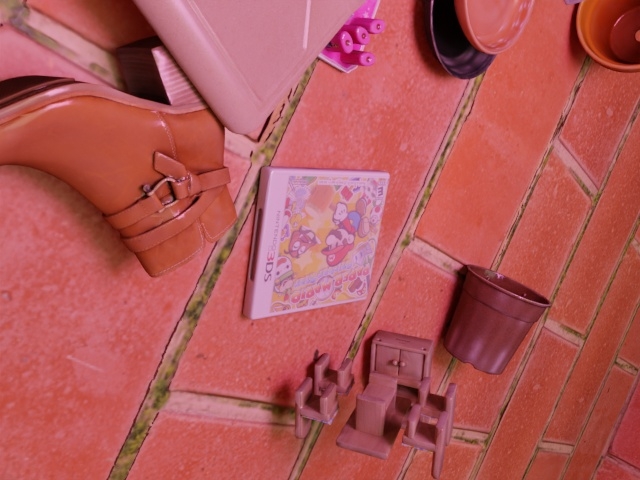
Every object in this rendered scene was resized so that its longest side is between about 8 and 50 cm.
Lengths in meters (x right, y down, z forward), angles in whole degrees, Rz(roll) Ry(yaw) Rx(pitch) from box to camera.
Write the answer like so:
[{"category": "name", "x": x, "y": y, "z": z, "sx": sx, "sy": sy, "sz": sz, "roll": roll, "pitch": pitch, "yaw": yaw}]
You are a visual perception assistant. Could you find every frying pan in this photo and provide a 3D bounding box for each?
[{"category": "frying pan", "x": 0.196, "y": -0.390, "z": 0.826, "sx": 0.197, "sy": 0.053, "sz": 0.326, "roll": -46, "pitch": 130, "yaw": -22}]

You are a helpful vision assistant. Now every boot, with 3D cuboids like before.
[{"category": "boot", "x": -0.208, "y": -0.058, "z": 0.558, "sx": 0.283, "sy": 0.109, "sz": 0.220, "roll": -38, "pitch": 130, "yaw": -39}]

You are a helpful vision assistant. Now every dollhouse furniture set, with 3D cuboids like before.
[{"category": "dollhouse furniture set", "x": 0.100, "y": 0.272, "z": 0.899, "sx": 0.242, "sy": 0.212, "sz": 0.160, "roll": -38, "pitch": 133, "yaw": -61}]

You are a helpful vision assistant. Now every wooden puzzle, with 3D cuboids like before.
[{"category": "wooden puzzle", "x": -0.066, "y": -0.260, "z": 0.563, "sx": 0.238, "sy": 0.044, "sz": 0.221, "roll": -52, "pitch": 134, "yaw": -18}]

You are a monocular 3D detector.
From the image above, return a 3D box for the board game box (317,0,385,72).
[{"category": "board game box", "x": -0.014, "y": -0.435, "z": 0.613, "sx": 0.390, "sy": 0.050, "sz": 0.389, "roll": 15, "pitch": 96, "yaw": -46}]

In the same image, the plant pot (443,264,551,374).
[{"category": "plant pot", "x": 0.326, "y": 0.156, "z": 1.102, "sx": 0.167, "sy": 0.167, "sz": 0.165, "roll": 10, "pitch": 107, "yaw": -45}]

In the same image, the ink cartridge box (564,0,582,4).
[{"category": "ink cartridge box", "x": 0.381, "y": -0.552, "z": 0.878, "sx": 0.165, "sy": 0.065, "sz": 0.332, "roll": 24, "pitch": 69, "yaw": -46}]

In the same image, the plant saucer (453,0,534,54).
[{"category": "plant saucer", "x": 0.251, "y": -0.374, "z": 0.830, "sx": 0.200, "sy": 0.037, "sz": 0.199, "roll": -21, "pitch": 121, "yaw": -40}]

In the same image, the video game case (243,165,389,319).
[{"category": "video game case", "x": 0.000, "y": 0.000, "z": 0.820, "sx": 0.227, "sy": 0.026, "sz": 0.206, "roll": -5, "pitch": 110, "yaw": -42}]

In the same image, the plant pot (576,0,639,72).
[{"category": "plant pot", "x": 0.626, "y": -0.425, "z": 1.128, "sx": 0.188, "sy": 0.205, "sz": 0.205, "roll": -8, "pitch": 113, "yaw": -58}]
